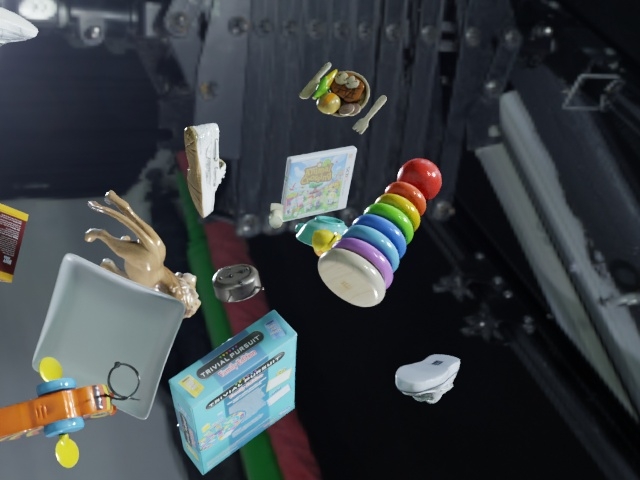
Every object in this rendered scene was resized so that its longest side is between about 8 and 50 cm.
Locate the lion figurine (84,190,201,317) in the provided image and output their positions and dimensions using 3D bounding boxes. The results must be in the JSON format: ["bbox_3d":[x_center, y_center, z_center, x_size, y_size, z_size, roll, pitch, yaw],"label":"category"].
[{"bbox_3d":[-0.406,0.052,1.999,0.240,0.142,0.392,35,-16,15],"label":"lion figurine"}]

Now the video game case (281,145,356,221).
[{"bbox_3d":[-0.007,-0.153,2.340,0.023,0.212,0.193,45,-43,41],"label":"video game case"}]

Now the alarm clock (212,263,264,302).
[{"bbox_3d":[-0.242,0.108,2.409,0.192,0.129,0.064,35,-39,59],"label":"alarm clock"}]

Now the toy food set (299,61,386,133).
[{"bbox_3d":[0.052,-0.349,2.051,0.192,0.132,0.038,33,-12,20],"label":"toy food set"}]

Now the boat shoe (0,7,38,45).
[{"bbox_3d":[-0.575,-0.368,1.512,0.066,0.184,0.063,41,-70,11],"label":"boat shoe"}]

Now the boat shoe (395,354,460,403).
[{"bbox_3d":[0.235,0.307,1.850,0.095,0.258,0.084,10,-82,32],"label":"boat shoe"}]

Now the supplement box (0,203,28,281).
[{"bbox_3d":[-0.911,-0.005,2.294,0.129,0.191,0.194,3,-103,28],"label":"supplement box"}]

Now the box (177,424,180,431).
[{"bbox_3d":[-0.287,0.437,2.060,0.052,0.083,0.062,64,16,-10],"label":"box"}]

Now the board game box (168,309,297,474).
[{"bbox_3d":[-0.172,0.318,1.783,0.079,0.254,0.336,45,-27,26],"label":"board game box"}]

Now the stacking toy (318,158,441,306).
[{"bbox_3d":[0.133,-0.032,1.686,0.141,0.330,0.141,26,-31,17],"label":"stacking toy"}]

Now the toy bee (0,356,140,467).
[{"bbox_3d":[-0.451,0.319,1.598,0.162,0.298,0.195,50,44,-73],"label":"toy bee"}]

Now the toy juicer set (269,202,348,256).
[{"bbox_3d":[0.000,0.000,1.906,0.329,0.209,0.089,16,-76,15],"label":"toy juicer set"}]

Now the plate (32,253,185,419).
[{"bbox_3d":[-0.436,0.195,1.790,0.045,0.278,0.277,-46,158,-74],"label":"plate"}]

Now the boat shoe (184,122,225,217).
[{"bbox_3d":[-0.288,-0.179,2.238,0.098,0.096,0.277,49,-32,37],"label":"boat shoe"}]
